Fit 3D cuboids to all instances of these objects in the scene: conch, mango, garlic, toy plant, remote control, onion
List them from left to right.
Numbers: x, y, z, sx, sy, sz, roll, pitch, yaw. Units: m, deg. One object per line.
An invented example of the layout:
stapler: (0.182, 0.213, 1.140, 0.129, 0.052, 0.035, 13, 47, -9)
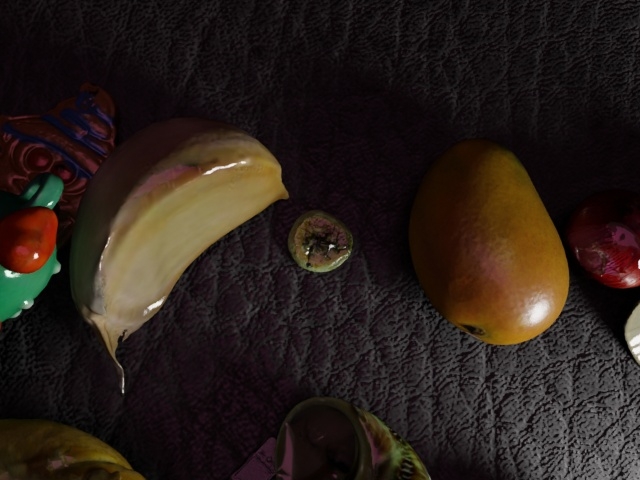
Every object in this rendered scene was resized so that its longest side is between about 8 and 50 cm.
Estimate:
toy plant: (-0.392, 0.077, 0.588, 0.185, 0.279, 0.400, 44, 102, -8)
garlic: (-0.187, -0.004, 0.687, 0.196, 0.151, 0.338, 44, 76, -23)
remote control: (-0.079, 0.278, 0.711, 0.096, 0.014, 0.039, -43, 87, -9)
conch: (0.035, 0.284, 0.663, 0.187, 0.124, 0.181, 12, 66, 26)
mango: (0.193, 0.001, 0.725, 0.176, 0.139, 0.254, -13, 74, -20)
onion: (0.375, -0.002, 0.750, 0.131, 0.131, 0.131, 1, 80, -5)

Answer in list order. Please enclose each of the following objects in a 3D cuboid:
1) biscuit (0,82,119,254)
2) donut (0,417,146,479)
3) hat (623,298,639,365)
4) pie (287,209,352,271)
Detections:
biscuit: (-0.335, -0.072, 0.737, 0.183, 0.043, 0.280, 24, 76, 1)
donut: (-0.313, 0.362, 0.572, 0.360, 0.170, 0.360, 5, 60, -8)
hat: (0.508, 0.061, 0.777, 0.245, 0.149, 0.214, -27, 110, 23)
pie: (0.000, 0.002, 0.761, 0.084, 0.021, 0.084, 1, 80, -5)
